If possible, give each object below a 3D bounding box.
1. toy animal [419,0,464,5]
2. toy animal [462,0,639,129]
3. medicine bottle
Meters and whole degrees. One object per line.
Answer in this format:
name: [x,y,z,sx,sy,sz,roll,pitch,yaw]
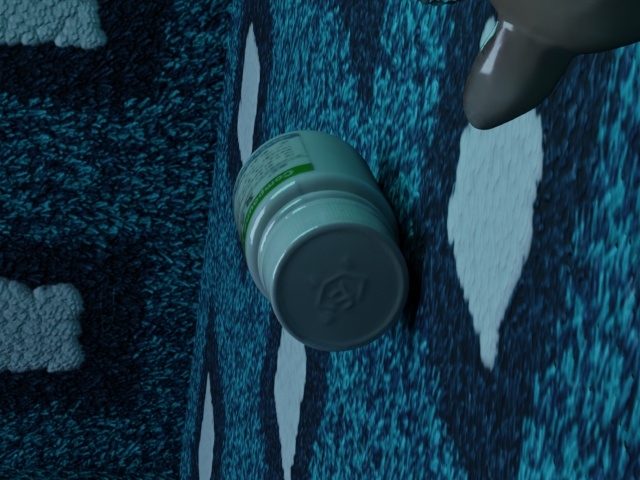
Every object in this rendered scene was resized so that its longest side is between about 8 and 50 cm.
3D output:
toy animal: [0.089,-0.231,1.290,0.071,0.085,0.124,-31,66,39]
toy animal: [0.128,-0.181,0.795,0.166,0.154,0.250,121,170,-50]
medicine bottle: [0.000,0.000,1.585,0.237,0.139,0.139,-111,26,-67]
